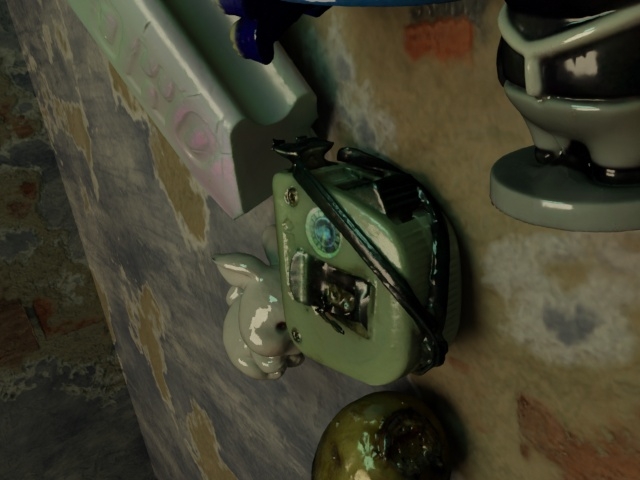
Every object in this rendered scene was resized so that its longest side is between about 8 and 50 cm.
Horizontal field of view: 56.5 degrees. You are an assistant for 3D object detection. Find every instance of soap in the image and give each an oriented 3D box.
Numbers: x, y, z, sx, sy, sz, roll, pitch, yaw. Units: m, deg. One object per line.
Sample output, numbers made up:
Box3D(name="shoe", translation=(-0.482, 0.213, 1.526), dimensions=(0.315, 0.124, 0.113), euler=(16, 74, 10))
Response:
Box3D(name="soap", translation=(-0.143, -0.200, 0.669), dimensions=(0.347, 0.115, 0.208), euler=(55, 158, -9))

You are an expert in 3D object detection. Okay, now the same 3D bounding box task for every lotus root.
Box3D(name="lotus root", translation=(0.057, 0.276, 0.709), dimensions=(0.154, 0.154, 0.278), euler=(53, 150, 26))

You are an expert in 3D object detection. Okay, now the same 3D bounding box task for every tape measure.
Box3D(name="tape measure", translation=(0.040, 0.019, 0.589), dimensions=(0.207, 0.115, 0.235), euler=(15, 116, 47))

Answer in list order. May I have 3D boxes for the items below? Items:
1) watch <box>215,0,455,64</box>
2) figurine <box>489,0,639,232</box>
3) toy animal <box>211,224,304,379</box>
Box3D(name="watch", translation=(0.027, -0.226, 0.423), dimensions=(0.200, 0.196, 0.171), euler=(17, 136, 29))
Box3D(name="figurine", translation=(0.153, -0.129, 0.305), dimensions=(0.176, 0.133, 0.237), euler=(29, 134, 55))
Box3D(name="toy animal", translation=(-0.071, 0.094, 0.825), dimensions=(0.178, 0.127, 0.193), euler=(53, 149, 29))
